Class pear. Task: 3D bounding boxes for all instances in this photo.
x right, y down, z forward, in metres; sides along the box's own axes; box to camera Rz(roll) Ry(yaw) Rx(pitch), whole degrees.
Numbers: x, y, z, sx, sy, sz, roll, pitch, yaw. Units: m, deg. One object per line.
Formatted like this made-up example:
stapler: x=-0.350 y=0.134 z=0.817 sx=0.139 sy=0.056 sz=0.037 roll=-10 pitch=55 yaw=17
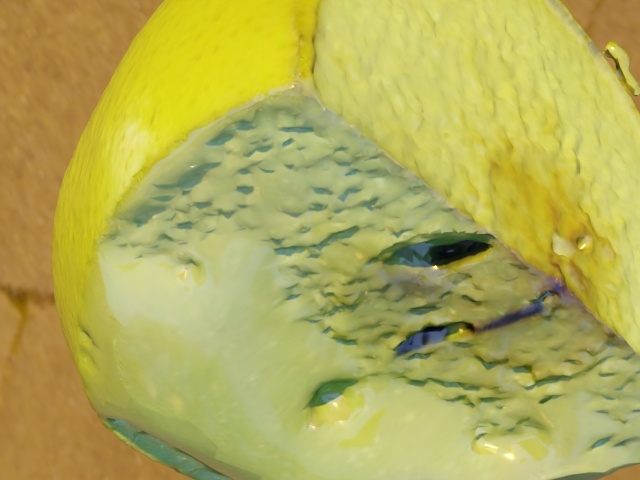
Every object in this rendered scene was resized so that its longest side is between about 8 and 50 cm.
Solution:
pear: x=0.000 y=0.000 z=1.061 sx=0.318 sy=0.238 sz=0.342 roll=-29 pitch=129 yaw=32
